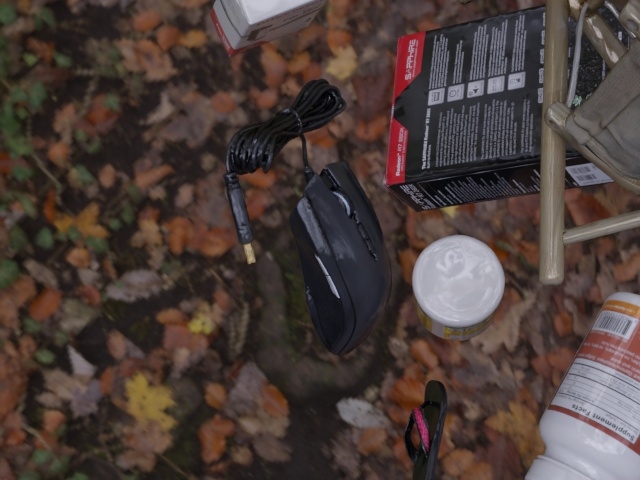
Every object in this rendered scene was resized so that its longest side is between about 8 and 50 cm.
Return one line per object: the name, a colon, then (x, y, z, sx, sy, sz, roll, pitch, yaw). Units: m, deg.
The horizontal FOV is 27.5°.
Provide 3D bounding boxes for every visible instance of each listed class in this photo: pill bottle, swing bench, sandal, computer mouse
pill bottle: (0.298, 0.171, 1.327, 0.121, 0.121, 0.216, 26, 78, 27)
swing bench: (0.216, -0.127, 0.864, 0.165, 0.253, 0.255, -14, 81, -7)
sandal: (0.127, 0.251, 1.649, 0.040, 0.067, 0.179, 17, 56, -6)
computer mouse: (0.000, 0.000, 1.162, 0.060, 0.262, 0.184, 3, 22, 34)
pill bottle: (0.180, 0.069, 1.718, 0.117, 0.208, 0.118, -1, 78, 5)

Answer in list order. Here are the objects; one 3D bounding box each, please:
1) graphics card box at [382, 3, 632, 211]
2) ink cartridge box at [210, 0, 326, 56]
graphics card box: (0.268, -0.177, 1.635, 0.370, 0.094, 0.233, -9, 61, 31)
ink cartridge box: (-0.052, -0.247, 1.356, 0.099, 0.135, 0.056, -24, 89, -13)
